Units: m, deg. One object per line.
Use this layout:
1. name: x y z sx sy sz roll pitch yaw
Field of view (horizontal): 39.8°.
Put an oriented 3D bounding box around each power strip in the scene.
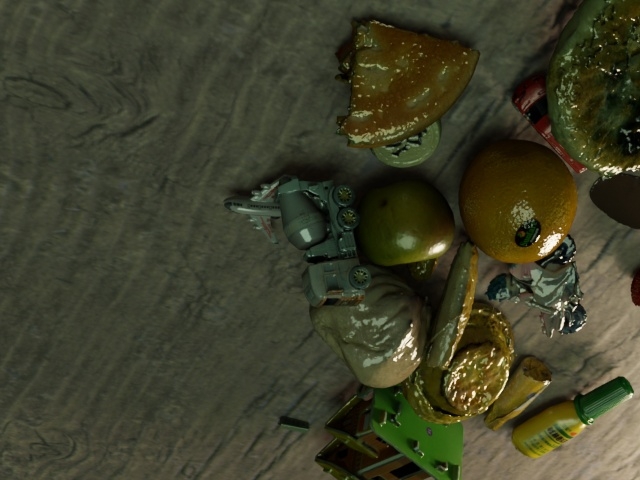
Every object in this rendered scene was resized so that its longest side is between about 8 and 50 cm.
1. power strip: -0.062 0.448 2.145 0.083 0.027 0.017 13 124 -12

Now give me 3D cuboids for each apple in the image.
1. apple: 0.159 -0.034 1.704 0.197 0.196 0.156 -11 90 7

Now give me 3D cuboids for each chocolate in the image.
1. chocolate: 0.452 0.367 2.065 0.086 0.085 0.219 18 128 -13

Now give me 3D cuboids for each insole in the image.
1. insole: 0.692 -0.058 1.796 0.328 0.007 0.111 18 125 -13

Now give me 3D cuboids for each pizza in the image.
1. pizza: 0.125 -0.294 1.557 0.290 0.081 0.228 -38 96 0

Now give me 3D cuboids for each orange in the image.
1. orange: 0.368 -0.074 1.656 0.236 0.236 0.236 0 126 0

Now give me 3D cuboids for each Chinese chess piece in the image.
1. Chinese chess piece: 0.155 -0.205 1.653 0.144 0.058 0.144 0 126 0

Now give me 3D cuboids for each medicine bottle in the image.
1. medicine bottle: 0.598 0.416 2.098 0.309 0.076 0.111 -39 125 23

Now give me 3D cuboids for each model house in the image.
1. model house: 0.112 0.522 2.014 0.300 0.340 0.324 40 128 -23

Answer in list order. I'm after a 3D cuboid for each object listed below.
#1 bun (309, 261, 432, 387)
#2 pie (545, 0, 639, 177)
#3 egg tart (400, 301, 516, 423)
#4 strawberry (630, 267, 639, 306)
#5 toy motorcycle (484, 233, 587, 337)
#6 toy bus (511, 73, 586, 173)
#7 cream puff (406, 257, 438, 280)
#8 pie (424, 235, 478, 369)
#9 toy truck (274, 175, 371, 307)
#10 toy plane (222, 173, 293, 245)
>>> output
1. bun: 0.118 0.157 1.797 0.281 0.281 0.205 38 110 -24
2. pie: 0.523 -0.277 1.537 0.297 0.078 0.371 -32 121 -7
3. egg tart: 0.311 0.279 1.919 0.294 0.123 0.293 -6 110 -17
4. strawberry: 0.697 0.095 1.866 0.083 0.083 0.096 1 92 -1
5. toy motorcycle: 0.447 0.106 1.858 0.204 0.108 0.239 -15 100 5
6. toy bus: 0.436 -0.215 1.629 0.081 0.089 0.195 -38 117 23
7. cream puff: 0.210 0.041 1.837 0.058 0.083 0.083 24 148 32
8. pie: 0.274 0.125 1.791 0.068 0.128 0.282 14 92 13
9. toy truck: 0.000 0.000 1.656 0.140 0.256 0.108 -7 166 -13
10. toy plane: -0.107 -0.067 1.746 0.171 0.065 0.162 11 123 -5
